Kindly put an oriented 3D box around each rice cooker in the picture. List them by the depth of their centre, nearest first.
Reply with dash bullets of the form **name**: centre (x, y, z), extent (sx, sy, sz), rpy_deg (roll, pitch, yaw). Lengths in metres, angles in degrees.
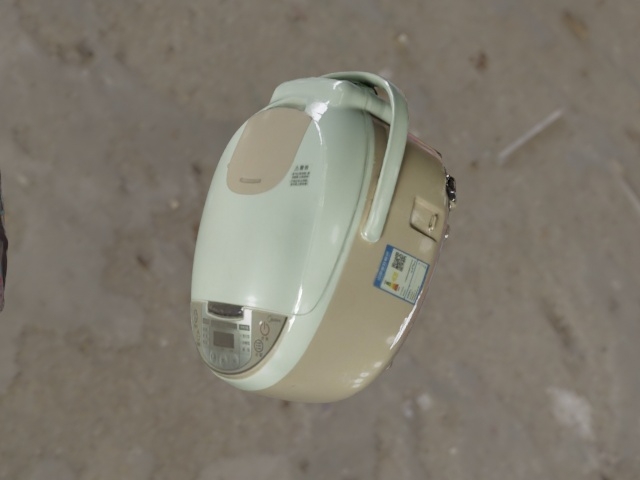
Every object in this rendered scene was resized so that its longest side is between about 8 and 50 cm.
- **rice cooker**: centre (0.000, 0.000, 1.119), extent (0.127, 0.145, 0.206), rpy_deg (29, 77, -33)

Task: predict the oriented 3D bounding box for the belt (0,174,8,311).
- **belt**: centre (-0.170, -0.037, 0.514), extent (0.124, 0.128, 0.200), rpy_deg (53, 24, -73)
